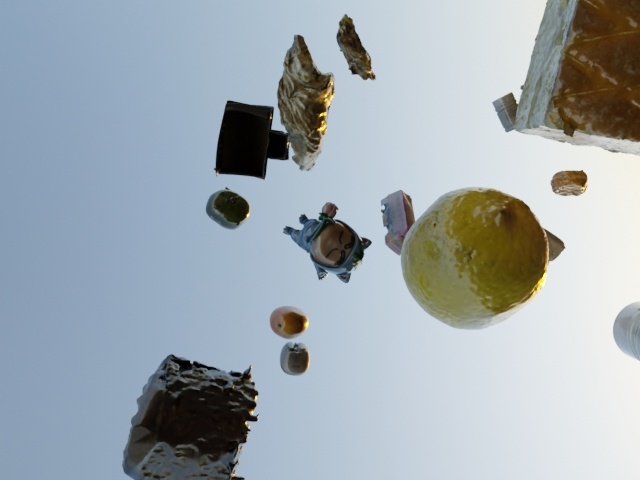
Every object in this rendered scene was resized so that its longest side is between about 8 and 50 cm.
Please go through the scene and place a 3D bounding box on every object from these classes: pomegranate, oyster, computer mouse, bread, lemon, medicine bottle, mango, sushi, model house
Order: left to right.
[{"bbox_3d":[-0.324,0.463,1.305,0.294,0.281,0.299,14,-145,-12],"label":"sushi"},{"bbox_3d":[-0.321,-0.119,1.805,0.152,0.131,0.191,35,-166,-9],"label":"pomegranate"},{"bbox_3d":[-0.189,-0.287,1.480,0.243,0.204,0.211,-116,35,-76],"label":"model house"},{"bbox_3d":[-0.117,0.299,1.897,0.219,0.144,0.112,-154,71,-86],"label":"mango"},{"bbox_3d":[-0.054,0.248,1.095,0.096,0.066,0.039,-90,6,-58],"label":"computer mouse"},{"bbox_3d":[-0.030,-0.336,1.299,0.166,0.110,0.341,-27,-52,-59],"label":"oyster"},{"bbox_3d":[0.080,-0.449,1.204,0.108,0.053,0.166,-36,-86,-43],"label":"oyster"},{"bbox_3d":[0.331,0.041,1.121,0.336,0.336,0.336,27,-128,-42],"label":"lemon"},{"bbox_3d":[0.498,-0.338,1.347,0.058,0.058,0.091,-36,-80,-53],"label":"medicine bottle"},{"bbox_3d":[0.699,0.011,1.651,0.152,0.105,0.077,34,-156,0],"label":"bread"},{"bbox_3d":[0.604,-0.138,1.239,0.110,0.083,0.044,26,-114,-60],"label":"bread"},{"bbox_3d":[0.458,-0.269,0.732,0.207,0.279,0.279,-46,-35,-78],"label":"bread"},{"bbox_3d":[0.611,0.176,0.859,0.237,0.139,0.139,-19,-93,-89],"label":"medicine bottle"}]

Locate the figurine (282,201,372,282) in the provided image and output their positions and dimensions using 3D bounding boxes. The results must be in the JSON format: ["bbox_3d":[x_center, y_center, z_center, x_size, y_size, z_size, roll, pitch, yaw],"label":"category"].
[{"bbox_3d":[0.002,-0.005,0.986,0.114,0.178,0.144,-49,-37,-16],"label":"figurine"}]

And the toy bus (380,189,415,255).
[{"bbox_3d":[0.285,-0.072,1.856,0.090,0.112,0.274,36,-148,-25],"label":"toy bus"}]

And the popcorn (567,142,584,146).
[{"bbox_3d":[0.633,-0.342,1.182,0.225,0.249,0.249,-19,-93,-37],"label":"popcorn"}]
